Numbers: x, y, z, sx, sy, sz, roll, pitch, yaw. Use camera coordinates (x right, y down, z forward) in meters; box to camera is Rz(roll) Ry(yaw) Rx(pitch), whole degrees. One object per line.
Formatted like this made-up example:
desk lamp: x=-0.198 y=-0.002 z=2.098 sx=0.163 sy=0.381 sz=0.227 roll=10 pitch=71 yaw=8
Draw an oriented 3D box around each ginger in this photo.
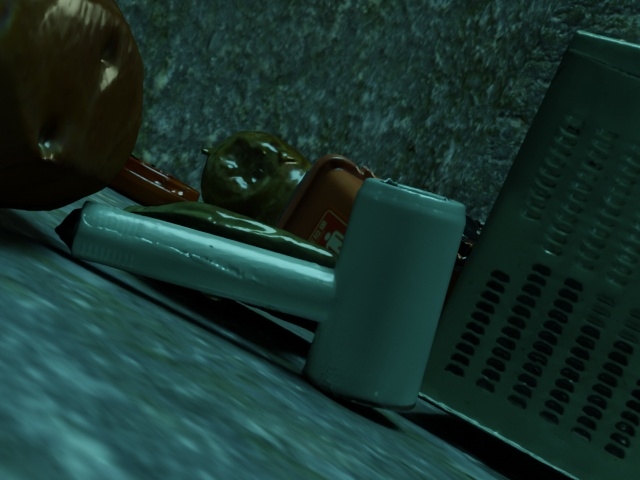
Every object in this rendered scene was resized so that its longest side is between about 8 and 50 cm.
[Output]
ginger: x=0.008 y=0.005 z=1.537 sx=0.357 sy=0.152 sz=0.274 roll=29 pitch=-19 yaw=16

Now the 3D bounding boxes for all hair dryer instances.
hair dryer: x=-0.040 y=0.009 z=0.714 sx=0.236 sy=0.131 sz=0.073 roll=15 pitch=6 yaw=-4

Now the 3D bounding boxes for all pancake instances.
pancake: x=-0.047 y=0.025 z=0.850 sx=0.211 sy=0.029 sz=0.235 roll=16 pitch=-15 yaw=20

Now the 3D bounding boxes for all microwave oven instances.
microwave oven: x=0.275 y=0.046 z=0.936 sx=0.247 sy=0.333 sz=0.394 roll=25 pitch=0 yaw=19

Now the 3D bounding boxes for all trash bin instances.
trash bin: x=0.067 y=0.039 z=1.179 sx=0.184 sy=0.161 sz=0.238 roll=27 pitch=9 yaw=-31

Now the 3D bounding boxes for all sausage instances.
sausage: x=-0.182 y=-0.096 z=0.653 sx=0.141 sy=0.153 sz=0.268 roll=14 pitch=-3 yaw=5

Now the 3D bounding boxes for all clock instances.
clock: x=-0.230 y=-0.076 z=1.603 sx=0.205 sy=0.051 sz=0.205 roll=29 pitch=0 yaw=0

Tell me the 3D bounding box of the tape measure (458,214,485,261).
tape measure: x=0.154 y=0.043 z=1.741 sx=0.135 sy=0.202 sz=0.223 roll=30 pitch=15 yaw=-3
